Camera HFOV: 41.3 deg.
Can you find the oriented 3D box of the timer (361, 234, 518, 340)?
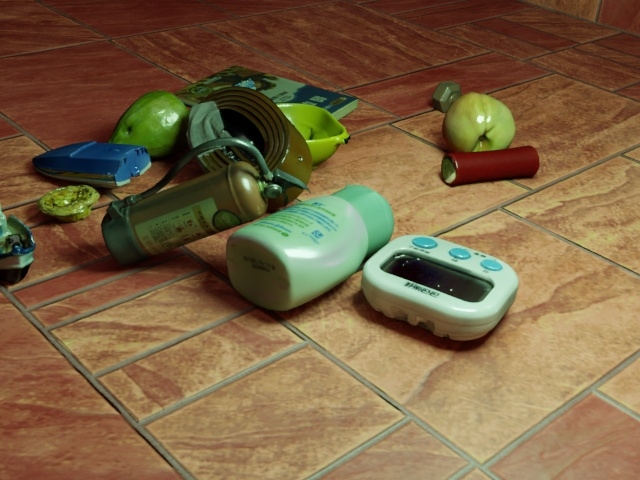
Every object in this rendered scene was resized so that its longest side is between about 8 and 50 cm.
[{"bbox_3d":[0.215,0.083,1.553,0.262,0.087,0.237,20,33,25],"label":"timer"}]

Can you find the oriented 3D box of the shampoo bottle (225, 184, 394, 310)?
[{"bbox_3d":[0.000,0.000,1.602,0.222,0.151,0.350,14,30,40],"label":"shampoo bottle"}]

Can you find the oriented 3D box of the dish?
[{"bbox_3d":[-0.060,-0.237,2.043,0.221,0.108,0.262,-13,33,-28],"label":"dish"}]

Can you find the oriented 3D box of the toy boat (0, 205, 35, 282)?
[{"bbox_3d":[-0.599,-0.015,1.577,0.114,0.115,0.262,-17,37,-32],"label":"toy boat"}]

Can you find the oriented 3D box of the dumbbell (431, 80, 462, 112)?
[{"bbox_3d":[0.413,-0.372,2.365,0.092,0.082,0.231,-18,37,-32],"label":"dumbbell"}]

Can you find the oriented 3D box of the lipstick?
[{"bbox_3d":[0.408,-0.181,2.043,0.241,0.080,0.080,-8,32,-20],"label":"lipstick"}]

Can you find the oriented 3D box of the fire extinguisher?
[{"bbox_3d":[-0.221,-0.072,1.539,0.376,0.200,0.113,-19,69,10],"label":"fire extinguisher"}]

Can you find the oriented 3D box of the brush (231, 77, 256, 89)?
[{"bbox_3d":[-0.242,-0.398,2.297,0.033,0.030,0.178,34,43,25],"label":"brush"}]

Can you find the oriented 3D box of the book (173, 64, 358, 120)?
[{"bbox_3d":[-0.148,-0.389,2.358,0.428,0.039,0.300,19,33,23],"label":"book"}]

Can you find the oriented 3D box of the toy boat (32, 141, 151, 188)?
[{"bbox_3d":[-0.528,-0.169,1.895,0.295,0.088,0.129,7,29,25],"label":"toy boat"}]

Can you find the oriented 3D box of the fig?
[{"bbox_3d":[-0.403,-0.272,2.006,0.234,0.167,0.167,-9,32,-34],"label":"fig"}]

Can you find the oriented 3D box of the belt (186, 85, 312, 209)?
[{"bbox_3d":[-0.161,-0.206,1.872,0.217,0.122,0.339,-46,51,0],"label":"belt"}]

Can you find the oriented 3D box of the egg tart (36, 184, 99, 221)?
[{"bbox_3d":[-0.519,-0.073,1.756,0.129,0.049,0.128,-2,29,1],"label":"egg tart"}]

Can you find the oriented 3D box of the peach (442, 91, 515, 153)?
[{"bbox_3d":[0.393,-0.284,2.129,0.184,0.184,0.184,4,30,-2],"label":"peach"}]
